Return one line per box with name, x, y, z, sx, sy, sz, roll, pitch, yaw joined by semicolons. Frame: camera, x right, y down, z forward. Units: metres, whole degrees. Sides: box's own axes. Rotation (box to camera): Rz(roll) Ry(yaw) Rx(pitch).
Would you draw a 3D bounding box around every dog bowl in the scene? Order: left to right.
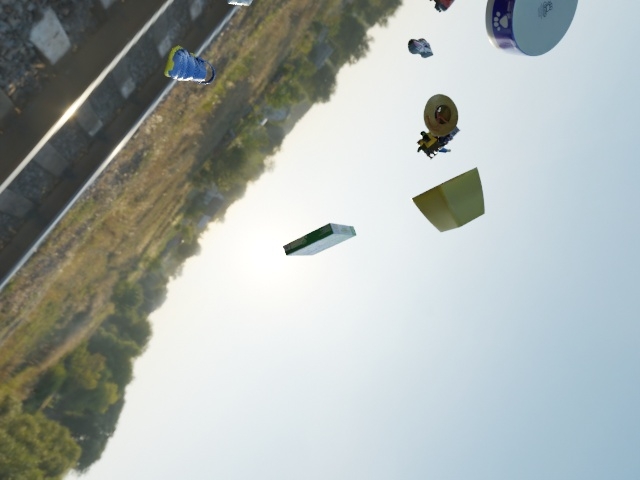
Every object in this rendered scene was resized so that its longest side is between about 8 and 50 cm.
dog bowl;0.618;-0.680;1.320;0.264;0.265;0.104;-52;-142;5

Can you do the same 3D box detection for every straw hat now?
straw hat;0.412;-0.419;1.491;0.061;0.144;0.144;-27;178;-32

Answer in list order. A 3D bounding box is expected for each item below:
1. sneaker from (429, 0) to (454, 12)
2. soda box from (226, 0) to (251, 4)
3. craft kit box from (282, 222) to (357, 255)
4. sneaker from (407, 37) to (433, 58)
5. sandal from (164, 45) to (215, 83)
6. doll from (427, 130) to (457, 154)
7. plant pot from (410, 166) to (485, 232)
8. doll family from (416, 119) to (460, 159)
sneaker;0.428;-0.832;1.416;0.135;0.098;0.275;-10;-132;52
soda box;-0.306;-0.952;1.526;0.091;0.286;0.098;-17;174;-37
craft kit box;0.000;0.000;1.980;0.250;0.060;0.247;-25;170;25
sneaker;0.474;-0.939;2.175;0.072;0.178;0.077;-14;-100;39
sandal;-0.523;-0.700;1.835;0.126;0.138;0.317;-62;-177;22
doll;0.505;-0.420;1.907;0.189;0.129;0.046;-41;179;-22
plant pot;0.538;-0.151;1.837;0.212;0.187;0.212;-27;180;-21
doll family;0.441;-0.405;1.729;0.193;0.111;0.076;-43;169;18
